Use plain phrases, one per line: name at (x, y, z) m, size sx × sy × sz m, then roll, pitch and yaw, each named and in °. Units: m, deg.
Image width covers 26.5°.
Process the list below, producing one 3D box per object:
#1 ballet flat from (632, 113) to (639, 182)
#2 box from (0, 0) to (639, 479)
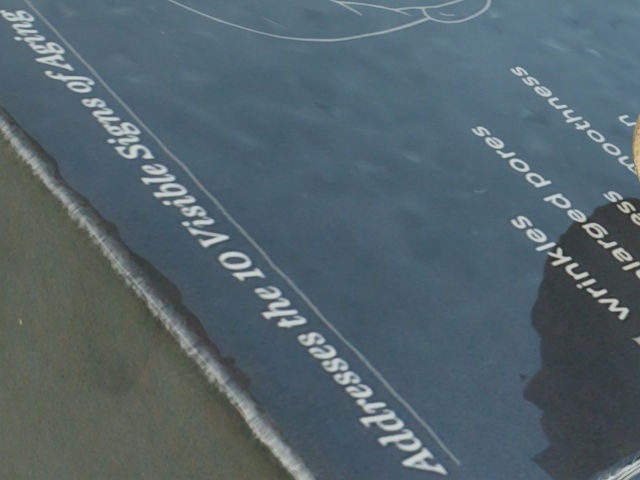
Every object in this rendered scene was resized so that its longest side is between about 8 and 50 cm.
ballet flat at (0.225, -0.052, 0.434) m, size 0.106 × 0.316 × 0.107 m, roll -45°, pitch 105°, yaw -28°
box at (0.000, 0.000, 0.698) m, size 0.472 × 0.297 × 0.480 m, roll -16°, pitch 51°, yaw -42°
